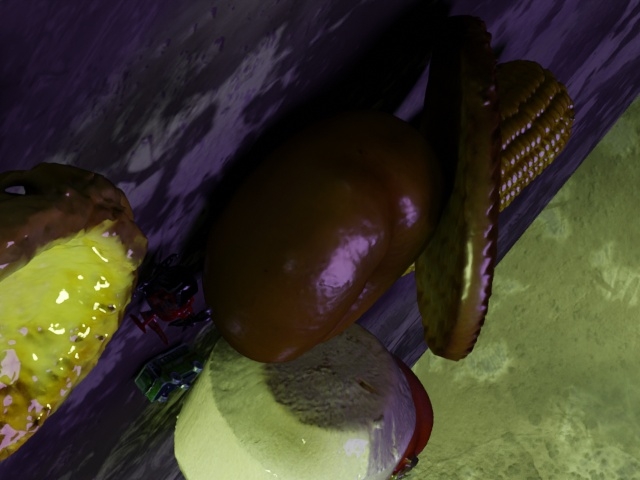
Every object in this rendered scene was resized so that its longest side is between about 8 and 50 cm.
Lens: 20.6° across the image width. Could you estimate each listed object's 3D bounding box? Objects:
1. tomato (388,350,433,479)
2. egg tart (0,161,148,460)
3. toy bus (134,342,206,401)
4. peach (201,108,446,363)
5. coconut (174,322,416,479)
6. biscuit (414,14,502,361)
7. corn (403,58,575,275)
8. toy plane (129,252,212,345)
[{"bbox_3d":[0.012,0.240,2.171,0.256,0.224,0.256,-46,173,-7],"label":"tomato"},{"bbox_3d":[-0.223,0.055,0.927,0.294,0.123,0.294,-42,166,-14],"label":"egg tart"},{"bbox_3d":[-0.143,0.126,1.679,0.031,0.037,0.083,-53,167,25],"label":"toy bus"},{"bbox_3d":[0.000,0.000,1.524,0.251,0.153,0.251,-45,159,-23],"label":"peach"},{"bbox_3d":[-0.033,0.211,1.870,0.237,0.237,0.266,-39,168,-40],"label":"coconut"},{"bbox_3d":[0.124,-0.048,1.605,0.318,0.040,0.318,-177,-90,-86],"label":"biscuit"},{"bbox_3d":[0.139,-0.072,1.871,0.344,0.131,0.131,-38,165,-33],"label":"corn"},{"bbox_3d":[-0.125,0.052,1.450,0.037,0.060,0.145,-43,-177,-25],"label":"toy plane"}]
